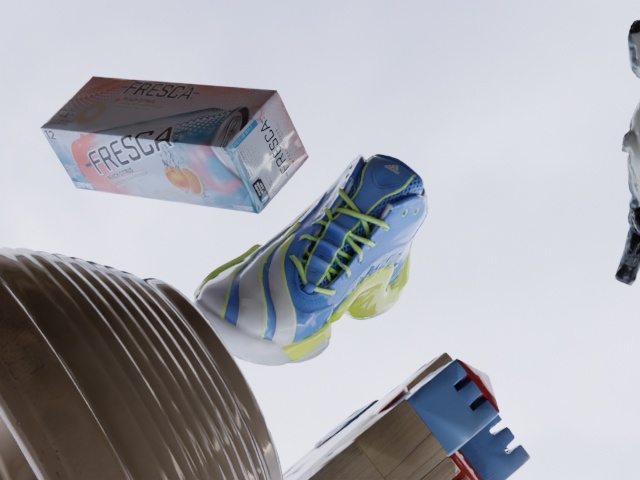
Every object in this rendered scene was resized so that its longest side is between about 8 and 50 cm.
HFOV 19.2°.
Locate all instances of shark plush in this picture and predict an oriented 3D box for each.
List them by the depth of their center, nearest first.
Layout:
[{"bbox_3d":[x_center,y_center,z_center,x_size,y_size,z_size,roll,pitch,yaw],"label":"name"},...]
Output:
[{"bbox_3d":[0.209,-0.051,1.073,0.073,0.161,0.067,7,174,26],"label":"shark plush"}]

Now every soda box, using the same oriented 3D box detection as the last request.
[{"bbox_3d":[-0.100,-0.066,1.265,0.183,0.058,0.063,8,-134,42],"label":"soda box"}]

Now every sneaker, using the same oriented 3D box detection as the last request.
[{"bbox_3d":[0.000,0.000,1.269,0.091,0.126,0.240,30,-158,17],"label":"sneaker"}]

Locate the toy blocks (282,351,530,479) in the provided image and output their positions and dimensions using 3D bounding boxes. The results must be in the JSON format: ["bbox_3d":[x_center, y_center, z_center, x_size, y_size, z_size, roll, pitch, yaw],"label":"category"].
[{"bbox_3d":[0.028,0.191,1.364,0.261,0.381,0.191,-37,-92,-26],"label":"toy blocks"}]

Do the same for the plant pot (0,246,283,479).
[{"bbox_3d":[-0.093,0.091,0.820,0.109,0.237,0.237,-29,-140,-21],"label":"plant pot"}]
